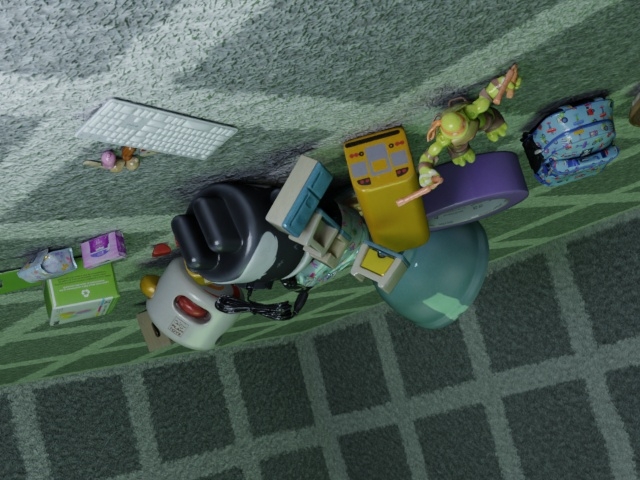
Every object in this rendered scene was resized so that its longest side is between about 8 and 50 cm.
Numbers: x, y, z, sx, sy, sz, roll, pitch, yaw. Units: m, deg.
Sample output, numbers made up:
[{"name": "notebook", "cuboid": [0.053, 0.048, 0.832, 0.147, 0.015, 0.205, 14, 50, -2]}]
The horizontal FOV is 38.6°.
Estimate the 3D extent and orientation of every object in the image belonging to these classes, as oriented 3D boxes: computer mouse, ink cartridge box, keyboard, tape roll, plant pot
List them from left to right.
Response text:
[{"name": "ink cartridge box", "cuboid": [-0.544, 0.111, 1.821, 0.255, 0.097, 0.189, -12, 169, -21]}, {"name": "keyboard", "cuboid": [-0.204, -0.141, 1.181, 0.072, 0.014, 0.256, -32, 164, 25]}, {"name": "computer mouse", "cuboid": [-0.107, 0.070, 1.958, 0.184, 0.060, 0.262, 10, -145, 8]}, {"name": "plant pot", "cuboid": [0.222, 0.042, 2.148, 0.196, 0.293, 0.293, 23, 149, -30]}, {"name": "tape roll", "cuboid": [0.297, -0.098, 1.936, 0.275, 0.090, 0.275, -15, 170, -3]}]

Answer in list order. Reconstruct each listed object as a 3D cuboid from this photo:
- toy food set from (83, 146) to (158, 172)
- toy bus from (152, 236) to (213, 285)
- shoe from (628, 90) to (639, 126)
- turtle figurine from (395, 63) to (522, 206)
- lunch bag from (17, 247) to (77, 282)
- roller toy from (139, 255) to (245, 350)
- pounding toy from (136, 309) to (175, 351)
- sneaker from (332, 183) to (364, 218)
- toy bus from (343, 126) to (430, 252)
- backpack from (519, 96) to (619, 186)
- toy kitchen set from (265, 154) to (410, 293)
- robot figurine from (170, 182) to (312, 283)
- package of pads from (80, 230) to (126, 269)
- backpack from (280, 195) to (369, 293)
[{"name": "toy food set", "cuboid": [-0.259, -0.115, 1.248, 0.122, 0.019, 0.078, -20, 169, 23]}, {"name": "toy bus", "cuboid": [-0.228, 0.034, 1.838, 0.202, 0.104, 0.191, -4, 165, -47]}, {"name": "shoe", "cuboid": [0.600, -0.268, 1.591, 0.076, 0.058, 0.219, 17, 161, -4]}, {"name": "turtle figurine", "cuboid": [0.211, -0.164, 1.417, 0.269, 0.087, 0.217, -53, 166, 12]}, {"name": "lunch bag", "cuboid": [-0.500, 0.045, 1.663, 0.071, 0.053, 0.083, -20, 178, 37]}, {"name": "roller toy", "cuboid": [-0.278, 0.141, 1.999, 0.209, 0.191, 0.146, 17, 115, -46]}, {"name": "pounding toy", "cuboid": [-0.429, 0.215, 2.489, 0.100, 0.141, 0.130, -19, -177, 20]}, {"name": "sneaker", "cuboid": [0.014, -0.038, 1.858, 0.108, 0.121, 0.302, 23, 132, -24]}, {"name": "toy bus", "cuboid": [0.124, -0.076, 1.599, 0.108, 0.130, 0.332, -16, 154, 5]}, {"name": "backpack", "cuboid": [0.464, -0.184, 1.653, 0.158, 0.117, 0.173, -15, 167, -8]}, {"name": "toy kitchen set", "cuboid": [0.045, -0.022, 1.485, 0.166, 0.122, 0.207, 24, 171, 31]}, {"name": "robot figurine", "cuboid": [-0.124, -0.014, 1.567, 0.209, 0.173, 0.278, 11, -173, 36]}, {"name": "package of pads", "cuboid": [-0.396, 0.017, 1.663, 0.083, 0.050, 0.032, -19, 164, 20]}, {"name": "backpack", "cuboid": [0.000, 0.000, 1.723, 0.182, 0.152, 0.115, -39, 143, 28]}]
